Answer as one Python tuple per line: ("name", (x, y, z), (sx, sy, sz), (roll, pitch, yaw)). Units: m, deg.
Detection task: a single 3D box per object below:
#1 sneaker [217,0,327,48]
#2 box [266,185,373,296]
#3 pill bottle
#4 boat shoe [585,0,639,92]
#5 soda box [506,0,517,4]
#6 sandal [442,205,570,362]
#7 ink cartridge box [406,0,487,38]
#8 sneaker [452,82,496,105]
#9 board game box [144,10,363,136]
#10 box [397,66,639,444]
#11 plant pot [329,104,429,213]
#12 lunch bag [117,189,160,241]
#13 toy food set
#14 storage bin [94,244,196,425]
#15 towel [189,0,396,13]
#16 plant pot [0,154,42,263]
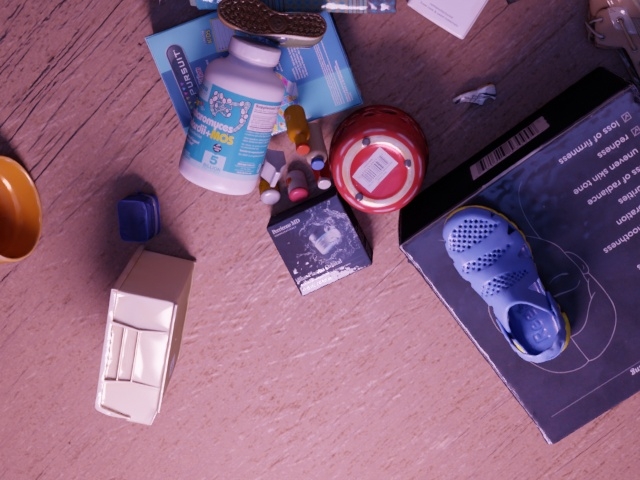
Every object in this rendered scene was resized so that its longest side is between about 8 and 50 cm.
("sneaker", (-0.088, -0.374, 1.813), (0.192, 0.086, 0.064), (9, 79, -6))
("box", (0.000, 0.000, 2.003), (0.156, 0.093, 0.158), (-25, 103, 10))
("pill bottle", (-0.152, -0.225, 1.833), (0.146, 0.146, 0.264), (18, 107, -2))
("boat shoe", (0.535, -0.387, 1.842), (0.110, 0.121, 0.341), (-40, 102, 12))
("soda box", (0.393, -0.470, 1.807), (0.053, 0.169, 0.060), (-35, 106, -31))
("sandal", (0.314, 0.079, 1.686), (0.126, 0.138, 0.317), (-36, 100, 15))
("ink cartridge box", (0.271, -0.504, 1.777), (0.117, 0.207, 0.283), (32, 105, -5))
("sneaker", (0.291, -0.268, 1.937), (0.083, 0.032, 0.037), (-17, 105, 9))
("board game box", (-0.120, -0.322, 1.919), (0.336, 0.079, 0.254), (-19, 105, 9))
("box", (0.467, 0.022, 1.877), (0.480, 0.297, 0.472), (-35, 100, 13))
("plant pot", (0.110, -0.145, 1.913), (0.191, 0.174, 0.191), (0, 108, 1))
("lunch bag", (-0.355, -0.050, 2.022), (0.067, 0.065, 0.098), (6, 109, 18))
("toy food set", (-0.044, -0.131, 1.918), (0.111, 0.104, 0.232), (7, 136, -21))
("storage bin", (-0.335, 0.180, 1.987), (0.123, 0.262, 0.260), (11, 107, -3))
("towel", (-0.049, -0.517, 1.759), (0.370, 0.040, 0.271), (1, 127, 1))
("plant pot", (-0.676, -0.048, 1.984), (0.188, 0.205, 0.205), (-10, 107, 23))
